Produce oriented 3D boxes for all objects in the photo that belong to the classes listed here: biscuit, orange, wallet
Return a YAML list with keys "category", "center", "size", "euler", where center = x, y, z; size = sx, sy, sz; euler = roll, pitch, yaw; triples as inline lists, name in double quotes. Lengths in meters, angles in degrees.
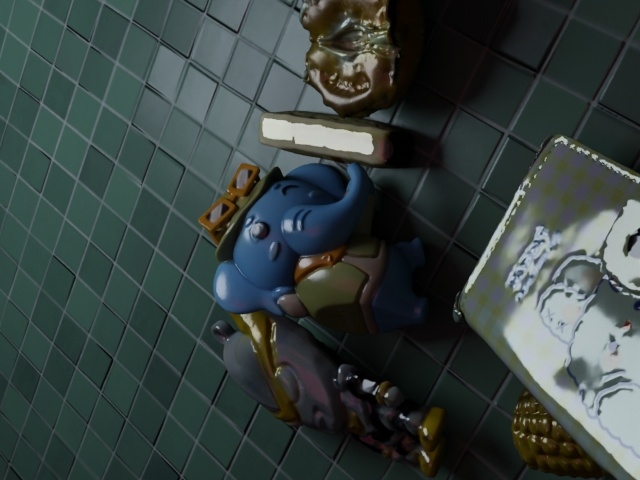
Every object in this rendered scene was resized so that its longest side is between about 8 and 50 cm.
- category: "biscuit"
  center: [0.012, -0.113, 0.966]
  size: [0.188, 0.056, 0.052]
  euler: [13, 102, 36]
- category: "orange"
  center: [0.047, -0.214, 0.899]
  size: [0.160, 0.112, 0.170]
  euler: [58, 147, 4]
- category: "wallet"
  center: [0.242, 0.057, 0.706]
  size: [0.223, 0.077, 0.309]
  euler: [-59, 29, 12]

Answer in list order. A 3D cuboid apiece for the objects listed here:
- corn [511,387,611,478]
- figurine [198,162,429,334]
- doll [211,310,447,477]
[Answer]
- category: "corn"
  center: [0.327, 0.135, 0.725]
  size: [0.363, 0.120, 0.120]
  euler: [-22, 81, 39]
- category: "figurine"
  center: [0.000, 0.003, 0.948]
  size: [0.262, 0.154, 0.180]
  euler: [10, 91, 18]
- category: "doll"
  center: [-0.002, 0.165, 0.979]
  size: [0.316, 0.145, 0.103]
  euler: [21, 73, 27]
